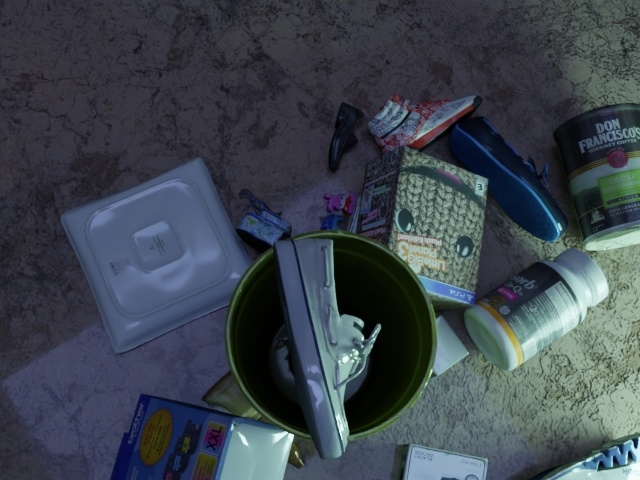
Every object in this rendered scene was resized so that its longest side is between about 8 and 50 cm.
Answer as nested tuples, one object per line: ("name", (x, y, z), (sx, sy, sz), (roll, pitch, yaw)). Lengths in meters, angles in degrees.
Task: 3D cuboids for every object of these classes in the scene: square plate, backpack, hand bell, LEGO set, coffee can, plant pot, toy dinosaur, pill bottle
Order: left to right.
("square plate", (-0.351, 0.020, 1.658), (0.344, 0.049, 0.347), (-24, 76, -10))
("toy dinosaur", (-0.147, -0.083, 1.716), (0.090, 0.047, 0.082), (-5, 61, -39))
("hand bell", (-0.117, 0.372, 1.558), (0.126, 0.126, 0.242), (-42, 93, -13))
("backpack", (-0.120, -0.018, 1.654), (0.114, 0.105, 0.084), (27, 73, 6))
("LEGO set", (0.000, 0.000, 1.662), (0.093, 0.087, 0.227), (17, 73, -14))
("plant pot", (0.008, 0.207, 1.467), (0.367, 0.353, 0.366), (1, 73, -4))
("pill bottle", (0.458, 0.141, 1.612), (0.279, 0.162, 0.162), (-32, 78, -12))
("coffee can", (0.652, -0.137, 1.683), (0.202, 0.201, 0.275), (-9, 75, -6))

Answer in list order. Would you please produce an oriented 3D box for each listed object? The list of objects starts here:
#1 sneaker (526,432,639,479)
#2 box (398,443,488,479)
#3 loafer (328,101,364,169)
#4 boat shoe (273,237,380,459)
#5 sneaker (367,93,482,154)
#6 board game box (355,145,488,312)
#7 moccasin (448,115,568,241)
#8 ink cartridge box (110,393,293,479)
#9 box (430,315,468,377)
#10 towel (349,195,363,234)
("sneaker", (0.556, 0.526, 1.524), (0.316, 0.127, 0.182), (-20, 74, -10))
("box", (0.226, 0.566, 1.513), (0.169, 0.087, 0.289), (11, 73, 0))
("loafer", (0.058, -0.237, 1.752), (0.061, 0.062, 0.169), (15, 75, -4))
("boat shoe", (0.028, 0.162, 1.240), (0.157, 0.135, 0.366), (-9, 65, -9))
("sneaker", (0.237, -0.298, 1.763), (0.270, 0.090, 0.145), (-36, 81, -10))
("board game box", (0.210, -0.018, 1.613), (0.232, 0.141, 0.290), (17, 72, -24))
("moccasin", (0.444, -0.155, 1.710), (0.117, 0.137, 0.342), (-36, 83, -27))
("ink cartridge box", (-0.253, 0.443, 1.413), (0.151, 0.396, 0.269), (25, 72, -36))
("box", (0.240, 0.227, 1.605), (0.087, 0.101, 0.102), (-34, 80, -12))
("towel", (0.133, -0.024, 1.679), (0.152, 0.023, 0.113), (26, 71, -29))
